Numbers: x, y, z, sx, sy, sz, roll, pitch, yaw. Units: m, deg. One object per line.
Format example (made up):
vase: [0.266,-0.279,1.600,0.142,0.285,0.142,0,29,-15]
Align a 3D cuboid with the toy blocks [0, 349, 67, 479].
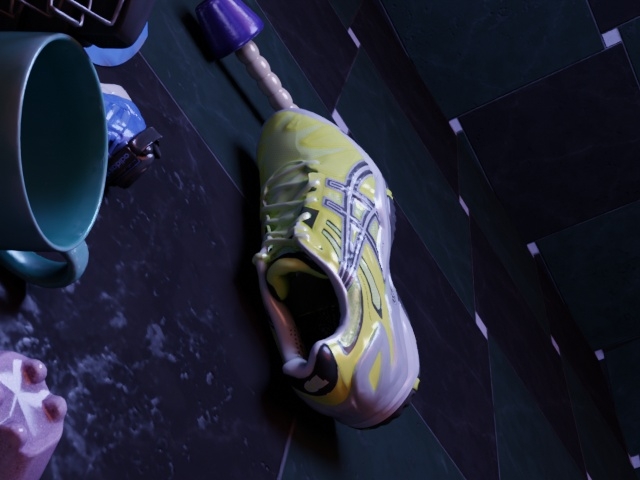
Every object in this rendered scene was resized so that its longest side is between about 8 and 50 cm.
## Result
toy blocks: [-0.087,0.173,0.259,0.288,0.260,0.309,60,20,-4]

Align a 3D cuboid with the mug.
mug: [-0.199,-0.046,0.502,0.129,0.098,0.157,-18,111,-83]

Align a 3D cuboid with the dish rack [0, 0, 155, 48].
dish rack: [-0.241,-0.184,0.467,0.271,0.208,0.074,23,78,-57]

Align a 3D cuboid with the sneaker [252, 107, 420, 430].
sneaker: [0.000,0.000,0.872,0.147,0.145,0.384,34,32,-52]

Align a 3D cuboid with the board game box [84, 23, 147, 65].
board game box: [-0.216,-0.251,0.784,0.133,0.033,0.168,-29,123,-63]

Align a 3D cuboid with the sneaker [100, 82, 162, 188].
sneaker: [-0.178,-0.082,0.669,0.084,0.058,0.152,53,13,2]

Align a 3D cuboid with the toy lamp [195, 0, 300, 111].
toy lamp: [-0.064,-0.197,1.077,0.274,0.080,0.080,56,20,-22]
